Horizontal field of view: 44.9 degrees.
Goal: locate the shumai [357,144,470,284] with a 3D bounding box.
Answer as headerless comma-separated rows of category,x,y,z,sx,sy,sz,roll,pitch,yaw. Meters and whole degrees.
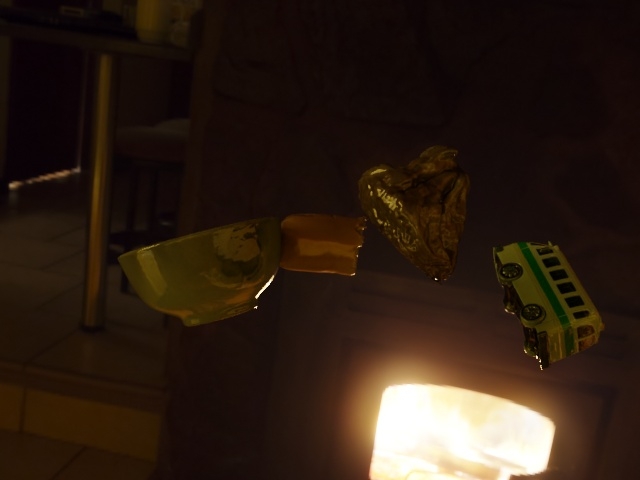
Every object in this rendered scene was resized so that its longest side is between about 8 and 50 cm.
shumai,0.185,-0.074,1.336,0.184,0.185,0.218,30,18,-35

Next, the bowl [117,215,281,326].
bowl,-0.188,0.062,1.332,0.289,0.146,0.289,-15,-1,0

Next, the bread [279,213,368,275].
bread,0.000,-0.001,1.437,0.173,0.085,0.134,3,32,6

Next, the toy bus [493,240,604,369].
toy bus,0.491,0.124,1.699,0.164,0.134,0.276,-18,44,3
